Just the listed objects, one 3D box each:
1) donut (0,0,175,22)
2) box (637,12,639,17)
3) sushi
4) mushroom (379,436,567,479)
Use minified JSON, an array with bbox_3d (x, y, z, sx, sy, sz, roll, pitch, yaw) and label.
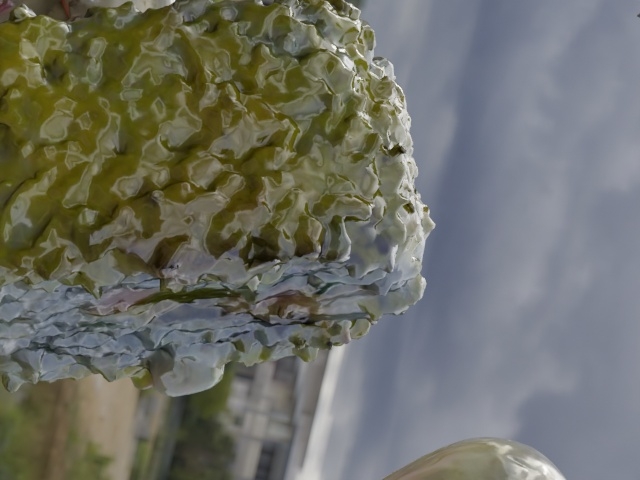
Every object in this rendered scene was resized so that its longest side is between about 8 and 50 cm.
[{"bbox_3d":[-0.341,-0.249,2.297,0.382,0.142,0.383,-23,-121,44],"label":"donut"},{"bbox_3d":[0.345,-0.207,1.335,0.177,0.036,0.115,-38,-155,4],"label":"box"},{"bbox_3d":[-0.110,-0.026,1.380,0.351,0.396,0.240,112,-30,-67],"label":"sushi"},{"bbox_3d":[0.196,0.386,2.108,0.353,0.353,0.325,106,10,-57],"label":"mushroom"}]
